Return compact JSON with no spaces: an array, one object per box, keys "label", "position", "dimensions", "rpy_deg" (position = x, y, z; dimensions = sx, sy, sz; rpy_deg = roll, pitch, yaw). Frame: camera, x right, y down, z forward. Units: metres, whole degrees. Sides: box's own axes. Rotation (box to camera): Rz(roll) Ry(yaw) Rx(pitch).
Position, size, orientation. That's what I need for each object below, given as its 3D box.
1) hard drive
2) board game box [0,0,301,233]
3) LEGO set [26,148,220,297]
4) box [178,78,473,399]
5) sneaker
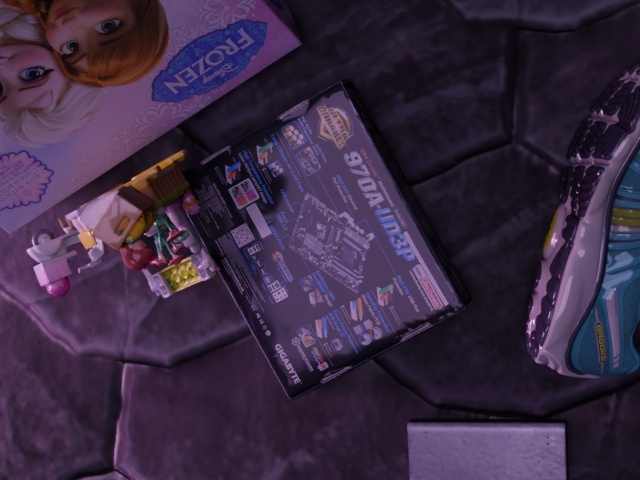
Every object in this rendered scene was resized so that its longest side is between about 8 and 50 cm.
[{"label":"hard drive","position":[0.143,0.199,1.278],"dimensions":[0.135,0.022,0.094],"rpy_deg":[-1,96,13]},{"label":"board game box","position":[-0.230,-0.181,1.189],"dimensions":[0.319,0.318,0.066],"rpy_deg":[-32,47,15]},{"label":"LEGO set","position":[-0.139,0.003,1.212],"dimensions":[0.132,0.287,0.107],"rpy_deg":[-32,97,-21]},{"label":"box","position":[0.000,0.000,1.272],"dimensions":[0.175,0.051,0.220],"rpy_deg":[-30,89,15]},{"label":"sneaker","position":[0.247,-0.019,1.206],"dimensions":[0.110,0.107,0.275],"rpy_deg":[13,105,-9]}]
